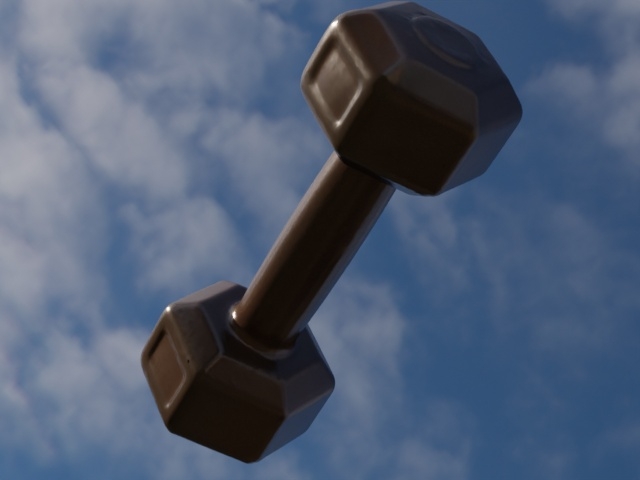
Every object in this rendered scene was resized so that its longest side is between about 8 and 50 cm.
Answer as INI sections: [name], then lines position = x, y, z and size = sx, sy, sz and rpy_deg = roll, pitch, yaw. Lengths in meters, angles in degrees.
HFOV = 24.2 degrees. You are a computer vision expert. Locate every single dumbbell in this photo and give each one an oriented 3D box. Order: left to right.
[dumbbell]
position = 0.000, 0.000, 0.672
size = 0.231, 0.082, 0.092
rpy_deg = -58, -137, 31
